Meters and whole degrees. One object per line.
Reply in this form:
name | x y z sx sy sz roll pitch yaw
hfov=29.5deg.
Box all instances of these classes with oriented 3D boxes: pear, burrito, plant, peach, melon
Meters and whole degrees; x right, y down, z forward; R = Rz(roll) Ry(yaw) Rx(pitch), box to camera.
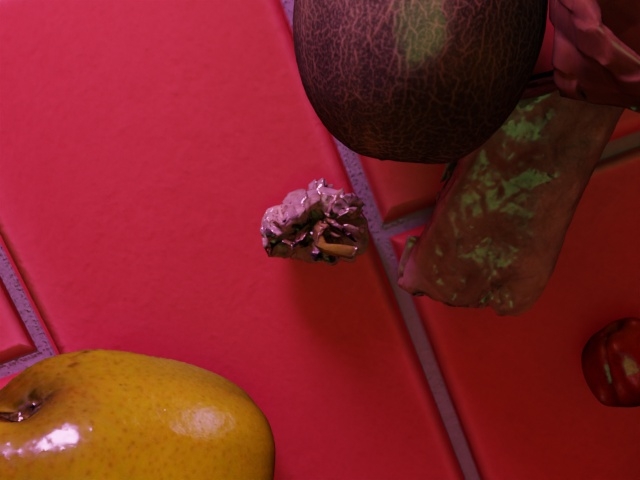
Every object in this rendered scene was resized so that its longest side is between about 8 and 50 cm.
pear | -0.246 0.275 1.278 0.318 0.238 0.342 35 98 -28
burrito | 0.210 -0.072 1.277 0.175 0.107 0.347 18 111 -22
plant | 0.000 0.000 1.286 0.116 0.122 0.104 -25 120 -1
peach | 0.344 0.140 1.361 0.101 0.100 0.100 -1 110 -2
melon | 0.094 -0.225 1.140 0.237 0.237 0.301 5 103 -4

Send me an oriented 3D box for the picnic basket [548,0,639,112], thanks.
picnic basket | 0.346 -0.281 1.018 0.293 0.337 0.337 6 109 -8
